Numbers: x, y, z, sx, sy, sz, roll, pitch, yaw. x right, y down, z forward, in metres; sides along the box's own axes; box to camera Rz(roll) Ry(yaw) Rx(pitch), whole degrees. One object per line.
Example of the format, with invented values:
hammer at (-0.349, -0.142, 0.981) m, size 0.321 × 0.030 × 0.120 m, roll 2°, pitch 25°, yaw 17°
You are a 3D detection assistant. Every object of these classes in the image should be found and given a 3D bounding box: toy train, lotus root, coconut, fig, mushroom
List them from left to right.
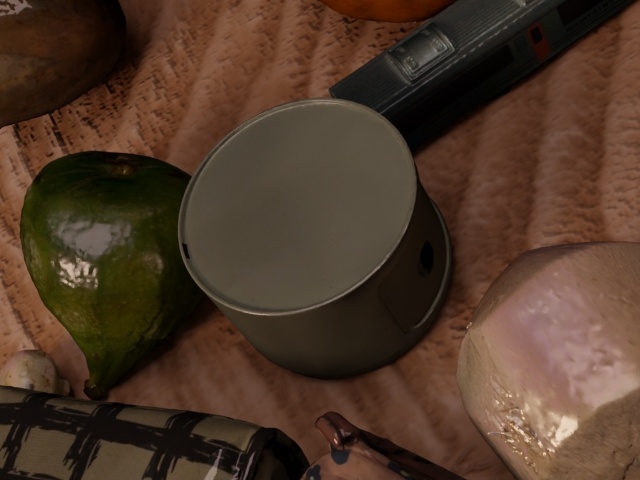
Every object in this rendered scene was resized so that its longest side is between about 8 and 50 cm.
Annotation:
lotus root at (-0.333, -0.274, 1.459) m, size 0.192 × 0.272 × 0.272 m, roll -19°, pitch 55°, yaw 2°
mushroom at (-0.291, 0.152, 1.285) m, size 0.083 × 0.067 × 0.083 m, roll -26°, pitch 58°, yaw 52°
fig at (-0.201, 0.042, 1.273) m, size 0.203 × 0.235 × 0.203 m, roll 4°, pitch 24°, yaw -2°
toy train at (0.200, -0.227, 1.272) m, size 0.409 × 0.089 × 0.086 m, roll -35°, pitch 48°, yaw 3°
coconut at (0.213, 0.102, 1.000) m, size 0.224 × 0.224 × 0.234 m, roll -41°, pitch 60°, yaw -3°

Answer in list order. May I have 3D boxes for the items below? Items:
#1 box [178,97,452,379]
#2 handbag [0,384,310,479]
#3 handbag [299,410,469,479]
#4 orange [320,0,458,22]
box at (0.000, 0.000, 1.183) m, size 0.226 × 0.149 × 0.226 m, roll -10°, pitch 59°, yaw 16°
handbag at (-0.203, 0.301, 1.086) m, size 0.325 × 0.162 × 0.327 m, roll 4°, pitch 56°, yaw 27°
handbag at (0.070, 0.255, 0.981) m, size 0.251 × 0.193 × 0.190 m, roll 24°, pitch 69°, yaw 32°
orange at (0.082, -0.367, 1.324) m, size 0.284 × 0.226 × 0.284 m, roll -8°, pitch 61°, yaw 15°
